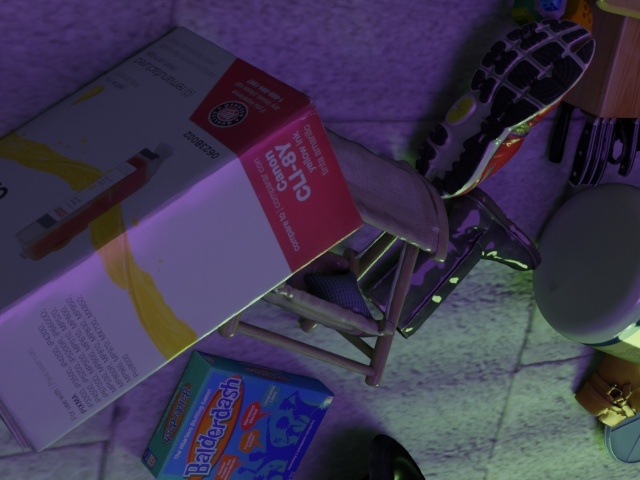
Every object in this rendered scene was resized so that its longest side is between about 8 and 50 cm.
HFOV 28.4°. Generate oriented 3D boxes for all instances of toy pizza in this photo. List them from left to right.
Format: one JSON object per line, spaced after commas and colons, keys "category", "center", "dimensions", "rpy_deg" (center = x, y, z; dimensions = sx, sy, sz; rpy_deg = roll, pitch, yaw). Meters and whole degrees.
{"category": "toy pizza", "center": [0.539, 0.280, 2.099], "dimensions": [0.201, 0.032, 0.201], "rpy_deg": [-17, 121, -29]}

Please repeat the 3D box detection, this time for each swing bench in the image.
{"category": "swing bench", "center": [0.000, 0.000, 1.463], "dimensions": [0.253, 0.165, 0.254], "rpy_deg": [23, 99, -41]}

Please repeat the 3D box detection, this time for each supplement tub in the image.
{"category": "supplement tub", "center": [0.482, 0.068, 1.786], "dimensions": [0.316, 0.228, 0.228], "rpy_deg": [21, 101, -33]}

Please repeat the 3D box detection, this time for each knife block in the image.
{"category": "knife block", "center": [0.370, -0.215, 1.668], "dimensions": [0.242, 0.088, 0.275], "rpy_deg": [-45, 132, -8]}

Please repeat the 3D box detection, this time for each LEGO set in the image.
{"category": "LEGO set", "center": [0.287, -0.306, 1.558], "dimensions": [0.227, 0.087, 0.093], "rpy_deg": [35, 65, -45]}

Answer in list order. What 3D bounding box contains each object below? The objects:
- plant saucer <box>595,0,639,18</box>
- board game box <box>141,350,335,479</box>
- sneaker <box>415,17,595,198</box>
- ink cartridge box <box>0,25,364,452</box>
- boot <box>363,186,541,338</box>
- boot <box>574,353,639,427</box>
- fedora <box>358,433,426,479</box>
{"category": "plant saucer", "center": [0.513, -0.395, 1.497], "dimensions": [0.333, 0.081, 0.333], "rpy_deg": [1, 145, -44]}
{"category": "board game box", "center": [-0.101, 0.236, 1.595], "dimensions": [0.210, 0.047, 0.160], "rpy_deg": [18, 103, -40]}
{"category": "sneaker", "center": [0.230, -0.164, 1.571], "dimensions": [0.279, 0.107, 0.118], "rpy_deg": [-45, 161, 19]}
{"category": "ink cartridge box", "center": [-0.201, -0.016, 1.228], "dimensions": [0.385, 0.279, 0.160], "rpy_deg": [-36, 129, -16]}
{"category": "boot", "center": [0.178, 0.049, 1.681], "dimensions": [0.189, 0.076, 0.208], "rpy_deg": [41, 80, -28]}
{"category": "boot", "center": [0.452, 0.200, 1.965], "dimensions": [0.197, 0.073, 0.152], "rpy_deg": [44, 119, -10]}
{"category": "fedora", "center": [0.085, 0.437, 1.738], "dimensions": [0.152, 0.334, 0.334], "rpy_deg": [-22, 132, 12]}
